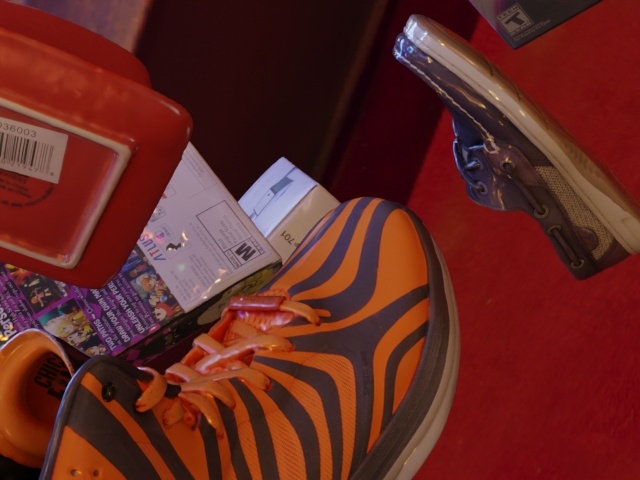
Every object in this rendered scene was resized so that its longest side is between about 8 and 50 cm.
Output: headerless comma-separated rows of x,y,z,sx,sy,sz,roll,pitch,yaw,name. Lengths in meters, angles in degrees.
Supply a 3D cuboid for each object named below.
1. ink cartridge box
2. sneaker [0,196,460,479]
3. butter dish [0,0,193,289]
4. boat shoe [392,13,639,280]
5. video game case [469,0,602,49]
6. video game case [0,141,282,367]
0.000,0.000,1.046,0.139,0.191,0.082,43,89,-17,ink cartridge box
-0.047,0.068,0.467,0.125,0.321,0.180,-12,132,39,sneaker
-0.163,-0.072,0.587,0.160,0.118,0.160,21,132,-17,butter dish
0.154,-0.063,0.832,0.285,0.103,0.092,37,109,-25,boat shoe
0.160,-0.254,0.727,0.196,0.274,0.026,-28,56,24,video game case
-0.177,-0.009,0.777,0.210,0.042,0.232,-32,66,-17,video game case
